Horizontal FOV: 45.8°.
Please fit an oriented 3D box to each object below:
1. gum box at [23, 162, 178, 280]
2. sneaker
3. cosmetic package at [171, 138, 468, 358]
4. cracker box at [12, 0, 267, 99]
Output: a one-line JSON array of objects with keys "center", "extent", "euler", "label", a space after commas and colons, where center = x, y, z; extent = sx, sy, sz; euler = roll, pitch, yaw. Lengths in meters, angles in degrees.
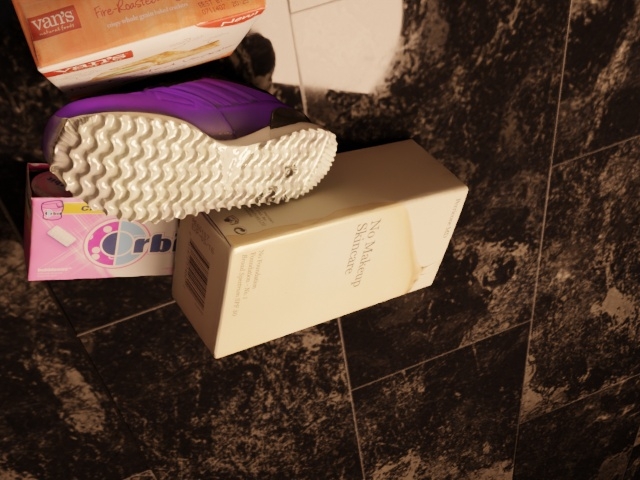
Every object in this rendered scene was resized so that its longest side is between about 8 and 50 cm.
[{"center": [-0.212, -0.020, 0.804], "extent": [0.188, 0.062, 0.107], "euler": [-2, 130, -26], "label": "gum box"}, {"center": [-0.132, -0.101, 0.702], "extent": [0.293, 0.146, 0.102], "euler": [-4, 132, -47], "label": "sneaker"}, {"center": [0.000, 0.000, 0.849], "extent": [0.309, 0.113, 0.160], "euler": [-15, 136, -31], "label": "cosmetic package"}, {"center": [-0.139, -0.169, 0.591], "extent": [0.156, 0.232, 0.067], "euler": [-19, 99, -10], "label": "cracker box"}]
